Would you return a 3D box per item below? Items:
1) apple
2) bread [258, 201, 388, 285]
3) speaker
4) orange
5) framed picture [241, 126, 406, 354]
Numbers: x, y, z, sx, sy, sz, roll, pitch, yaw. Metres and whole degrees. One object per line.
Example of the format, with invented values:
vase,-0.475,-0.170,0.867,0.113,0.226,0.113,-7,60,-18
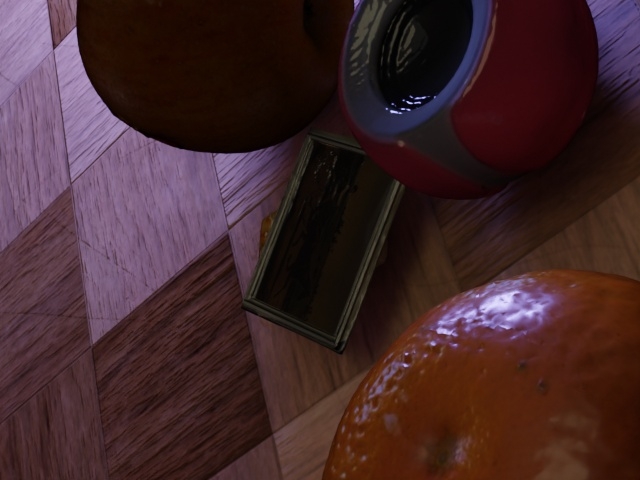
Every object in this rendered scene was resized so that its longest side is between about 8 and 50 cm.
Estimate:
apple,-0.124,-0.300,1.635,0.333,0.400,0.400,19,86,11
bread,0.001,-0.001,1.590,0.188,0.068,0.125,-27,55,37
speaker,0.163,-0.193,1.346,0.294,0.294,0.294,-22,58,40
orange,0.202,0.235,1.074,0.424,0.326,0.424,-27,50,38
framed picture,0.004,-0.008,1.528,0.197,0.014,0.252,21,90,45
